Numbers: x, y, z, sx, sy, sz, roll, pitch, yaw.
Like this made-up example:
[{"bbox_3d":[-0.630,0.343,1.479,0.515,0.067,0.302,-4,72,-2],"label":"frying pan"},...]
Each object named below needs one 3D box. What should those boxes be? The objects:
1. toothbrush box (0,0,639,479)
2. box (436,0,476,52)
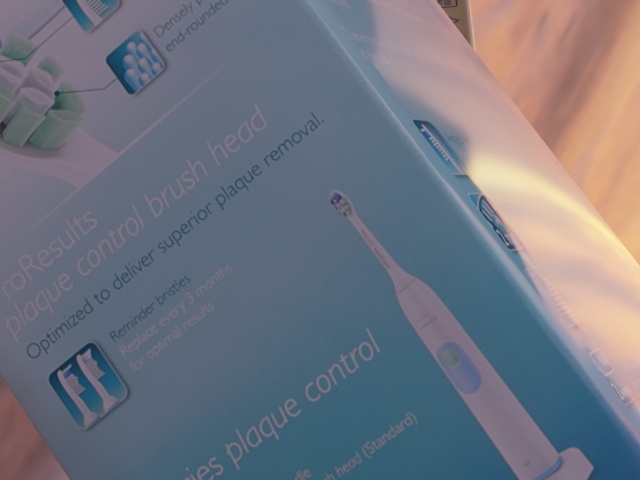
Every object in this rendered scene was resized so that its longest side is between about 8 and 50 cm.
[{"bbox_3d":[0.000,0.000,0.488,0.126,0.295,0.216,-38,171,15],"label":"toothbrush box"},{"bbox_3d":[0.009,-0.108,0.980,0.201,0.164,0.021,77,12,-49],"label":"box"}]
